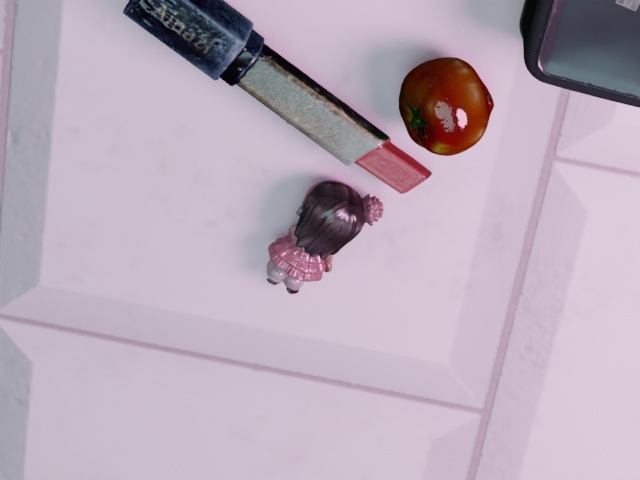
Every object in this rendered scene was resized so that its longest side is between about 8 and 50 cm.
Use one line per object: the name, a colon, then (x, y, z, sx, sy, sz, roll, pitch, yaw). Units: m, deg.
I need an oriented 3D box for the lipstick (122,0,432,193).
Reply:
lipstick: (-0.032, -0.133, 1.560, 0.312, 0.051, 0.051, 36, 116, -13)

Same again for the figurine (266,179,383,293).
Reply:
figurine: (0.000, 0.000, 1.628, 0.072, 0.054, 0.129, 28, 121, -12)

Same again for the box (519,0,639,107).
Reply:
box: (0.251, -0.216, 1.451, 0.145, 0.090, 0.201, 16, 120, 0)

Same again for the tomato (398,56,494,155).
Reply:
tomato: (0.111, -0.119, 1.533, 0.075, 0.087, 0.087, -25, 118, -19)
